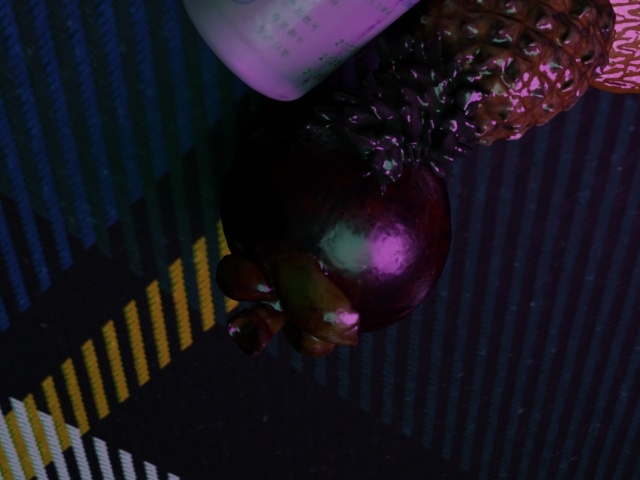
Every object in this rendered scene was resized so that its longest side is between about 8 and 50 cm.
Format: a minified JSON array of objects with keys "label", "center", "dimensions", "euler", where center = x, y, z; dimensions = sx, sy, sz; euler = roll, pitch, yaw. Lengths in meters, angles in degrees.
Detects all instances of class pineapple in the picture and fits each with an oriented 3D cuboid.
[{"label":"pineapple","center":[0.114,-0.130,0.757],"dimensions":[0.278,0.157,0.158],"euler":[-37,136,-26]}]

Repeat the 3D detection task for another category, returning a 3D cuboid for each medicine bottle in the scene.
[{"label":"medicine bottle","center":[0.021,-0.240,0.726],"dimensions":[0.254,0.152,0.152],"euler":[-37,124,24]}]

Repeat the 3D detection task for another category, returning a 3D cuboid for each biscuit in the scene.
[{"label":"biscuit","center":[0.303,-0.205,0.861],"dimensions":[0.224,0.033,0.145],"euler":[6,131,-11]}]

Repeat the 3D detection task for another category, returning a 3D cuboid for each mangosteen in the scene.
[{"label":"mangosteen","center":[0.000,0.000,0.852],"dimensions":[0.228,0.265,0.228],"euler":[25,152,15]}]
